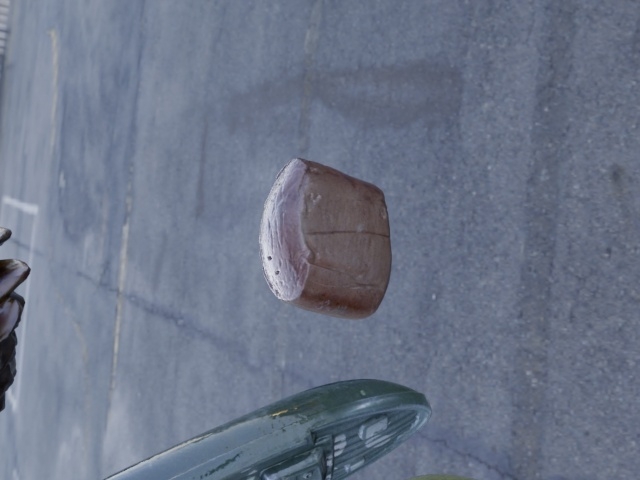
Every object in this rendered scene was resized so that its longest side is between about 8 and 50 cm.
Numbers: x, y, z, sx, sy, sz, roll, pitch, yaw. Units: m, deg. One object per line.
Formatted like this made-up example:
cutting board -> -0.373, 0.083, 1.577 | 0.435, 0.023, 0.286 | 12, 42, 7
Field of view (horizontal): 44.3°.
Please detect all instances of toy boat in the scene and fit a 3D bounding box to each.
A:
toy boat -> -0.037, 0.156, 0.505 | 0.085, 0.261, 0.078 | 48, 148, 42

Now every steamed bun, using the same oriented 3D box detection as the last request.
steamed bun -> 0.000, 0.000, 0.907 | 0.106, 0.145, 0.175 | -21, 61, 54

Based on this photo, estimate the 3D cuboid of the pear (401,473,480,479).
pear -> 0.114, 0.356, 0.784 | 0.253, 0.307, 0.252 | -16, 60, 30

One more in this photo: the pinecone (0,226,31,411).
pinecone -> -0.338, 0.053, 0.487 | 0.246, 0.292, 0.246 | -31, 40, 31
